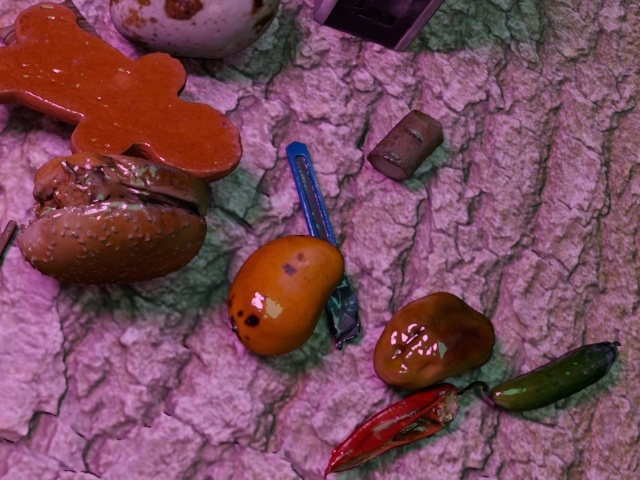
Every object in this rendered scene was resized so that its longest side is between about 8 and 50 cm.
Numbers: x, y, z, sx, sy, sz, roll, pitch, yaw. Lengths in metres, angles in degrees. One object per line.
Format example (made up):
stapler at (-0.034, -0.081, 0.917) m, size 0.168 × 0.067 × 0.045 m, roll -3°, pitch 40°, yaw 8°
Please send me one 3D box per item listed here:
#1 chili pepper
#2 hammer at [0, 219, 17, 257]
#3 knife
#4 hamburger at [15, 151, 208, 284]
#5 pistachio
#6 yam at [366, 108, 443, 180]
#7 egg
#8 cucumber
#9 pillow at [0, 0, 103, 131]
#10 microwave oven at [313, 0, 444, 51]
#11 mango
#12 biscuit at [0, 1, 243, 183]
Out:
chili pepper at (0.106, 0.223, 1.038) m, size 0.268 × 0.059 × 0.050 m, roll -21°, pitch 38°, yaw -27°
hammer at (-0.384, 0.099, 0.892) m, size 0.058 × 0.029 × 0.292 m, roll 24°, pitch 57°, yaw -14°
knife at (0.000, -0.001, 1.107) m, size 0.044 × 0.026 × 0.296 m, roll -12°, pitch 72°, yaw -16°
hamburger at (-0.216, -0.017, 0.927) m, size 0.215 × 0.189 × 0.122 m, roll 9°, pitch 69°, yaw -37°
pistachio at (0.152, 0.122, 1.071) m, size 0.190 × 0.100 × 0.110 m, roll -13°, pitch 76°, yaw -27°
yam at (0.129, -0.140, 1.203) m, size 0.070 × 0.070 × 0.146 m, roll 44°, pitch 58°, yaw 0°
egg at (-0.162, -0.320, 1.103) m, size 0.231 × 0.169 × 0.169 m, roll -19°, pitch 75°, yaw -18°
cucumber at (0.333, 0.185, 1.149) m, size 0.250 × 0.056 × 0.056 m, roll -17°, pitch 74°, yaw -27°
pillow at (-0.304, -0.210, 1.063) m, size 0.113 × 0.038 × 0.203 m, roll -34°, pitch 83°, yaw -29°
microwave oven at (0.132, -0.458, 1.220) m, size 0.181 × 0.295 × 0.237 m, roll 16°, pitch 61°, yaw -16°
mango at (-0.045, 0.058, 1.019) m, size 0.115 × 0.090 × 0.178 m, roll 33°, pitch 58°, yaw -4°
biscuit at (-0.243, -0.159, 0.998) m, size 0.324 × 0.049 × 0.205 m, roll 24°, pitch 50°, yaw 0°
